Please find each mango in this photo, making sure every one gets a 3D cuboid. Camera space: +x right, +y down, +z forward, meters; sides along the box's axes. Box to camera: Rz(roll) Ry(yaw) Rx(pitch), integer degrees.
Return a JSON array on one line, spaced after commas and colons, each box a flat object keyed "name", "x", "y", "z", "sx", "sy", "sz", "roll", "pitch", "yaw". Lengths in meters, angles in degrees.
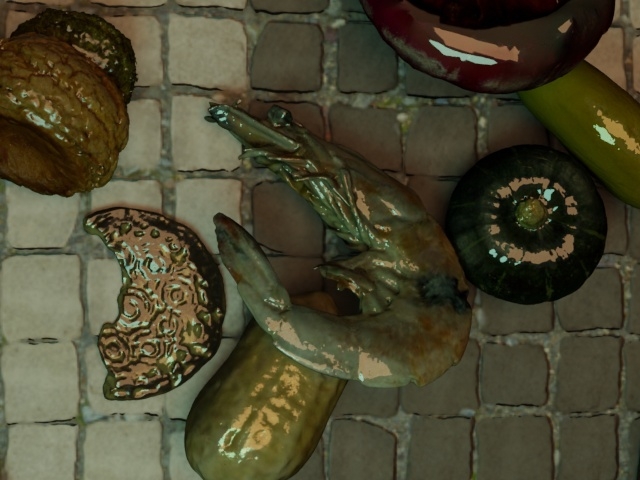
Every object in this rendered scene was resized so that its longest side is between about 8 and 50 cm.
[{"name": "mango", "x": 0.288, "y": -0.120, "z": 1.656, "sx": 0.237, "sy": 0.137, "sz": 0.091, "roll": 39, "pitch": 92, "yaw": -9}]

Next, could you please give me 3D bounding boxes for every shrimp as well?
[{"name": "shrimp", "x": 0.000, "y": 0.000, "z": 1.577, "sx": 0.360, "sy": 0.085, "sz": 0.247, "roll": 48, "pitch": 52, "yaw": 6}]

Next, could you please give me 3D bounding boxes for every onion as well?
[{"name": "onion", "x": 0.154, "y": -0.243, "z": 1.607, "sx": 0.272, "sy": 0.195, "sz": 0.272, "roll": 7, "pitch": 57, "yaw": -10}]

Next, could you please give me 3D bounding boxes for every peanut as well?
[{"name": "peanut", "x": -0.045, "y": 0.150, "z": 1.588, "sx": 0.129, "sy": 0.129, "sz": 0.224, "roll": 38, "pitch": 77, "yaw": -10}]

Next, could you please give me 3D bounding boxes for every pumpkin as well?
[{"name": "pumpkin", "x": 0.212, "y": -0.015, "z": 1.646, "sx": 0.167, "sy": 0.125, "sz": 0.167, "roll": -2, "pitch": 101, "yaw": -9}]

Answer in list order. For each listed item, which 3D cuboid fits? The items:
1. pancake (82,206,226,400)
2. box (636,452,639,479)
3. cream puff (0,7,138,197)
[{"name": "pancake", "x": -0.184, "y": 0.067, "z": 1.611, "sx": 0.184, "sy": 0.020, "sz": 0.190, "roll": 31, "pitch": 83, "yaw": -12}, {"name": "box", "x": 0.436, "y": 0.322, "z": 1.691, "sx": 0.184, "sy": 0.143, "sz": 0.273, "roll": 8, "pitch": 90, "yaw": -13}, {"name": "cream puff", "x": -0.256, "y": -0.151, "z": 1.534, "sx": 0.183, "sy": 0.183, "sz": 0.169, "roll": 29, "pitch": 63, "yaw": -11}]
